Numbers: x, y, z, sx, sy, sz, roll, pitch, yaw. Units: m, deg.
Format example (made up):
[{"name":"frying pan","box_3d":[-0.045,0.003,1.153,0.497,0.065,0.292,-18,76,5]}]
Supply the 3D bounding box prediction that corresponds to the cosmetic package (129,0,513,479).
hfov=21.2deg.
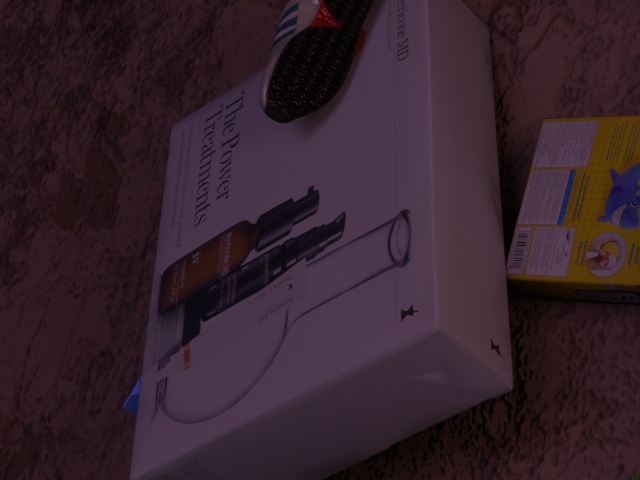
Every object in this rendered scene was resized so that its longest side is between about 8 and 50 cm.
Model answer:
[{"name":"cosmetic package","box_3d":[0.000,0.000,1.304,0.284,0.097,0.377,-28,40,28]}]

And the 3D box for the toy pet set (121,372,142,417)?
[{"name":"toy pet set","box_3d":[-0.119,0.098,1.433,0.122,0.065,0.114,33,92,48]}]

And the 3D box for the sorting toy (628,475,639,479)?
[{"name":"sorting toy","box_3d":[0.187,0.195,1.127,0.062,0.012,0.083,-3,67,43]}]

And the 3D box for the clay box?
[{"name":"clay box","box_3d":[0.239,-0.020,1.166,0.222,0.053,0.127,3,72,44]}]

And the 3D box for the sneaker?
[{"name":"sneaker","box_3d":[-0.010,-0.151,1.338,0.075,0.057,0.161,-27,36,59]}]
